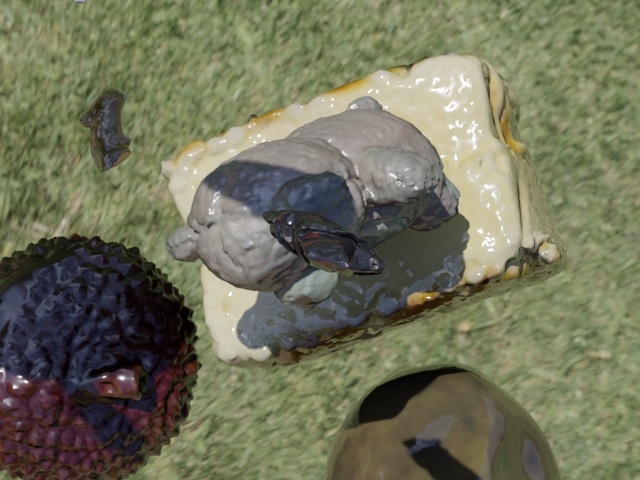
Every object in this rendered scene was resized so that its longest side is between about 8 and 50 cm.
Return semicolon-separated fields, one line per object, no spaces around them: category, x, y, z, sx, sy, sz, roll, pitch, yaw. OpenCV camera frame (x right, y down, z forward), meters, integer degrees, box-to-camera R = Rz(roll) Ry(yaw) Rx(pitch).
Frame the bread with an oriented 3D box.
bread;0.066;-0.033;1.628;0.371;0.390;0.279;-22;87;14

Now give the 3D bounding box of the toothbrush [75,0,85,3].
toothbrush;-0.352;-0.319;1.931;0.097;0.006;0.008;7;55;22

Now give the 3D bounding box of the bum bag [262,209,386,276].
bum bag;0.000;0.001;0.999;0.058;0.124;0.034;14;96;-22

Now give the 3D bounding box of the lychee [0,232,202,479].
lychee;-0.293;0.141;1.696;0.306;0.330;0.306;-3;97;-30

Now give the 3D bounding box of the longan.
longan;0.133;0.298;1.646;0.288;0.288;0.350;12;40;-14

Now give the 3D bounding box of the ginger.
ginger;-0.267;-0.134;1.833;0.044;0.057;0.137;35;36;-47

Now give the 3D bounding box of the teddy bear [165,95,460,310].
teddy bear;0.001;-0.034;1.309;0.267;0.236;0.151;-36;101;-53
